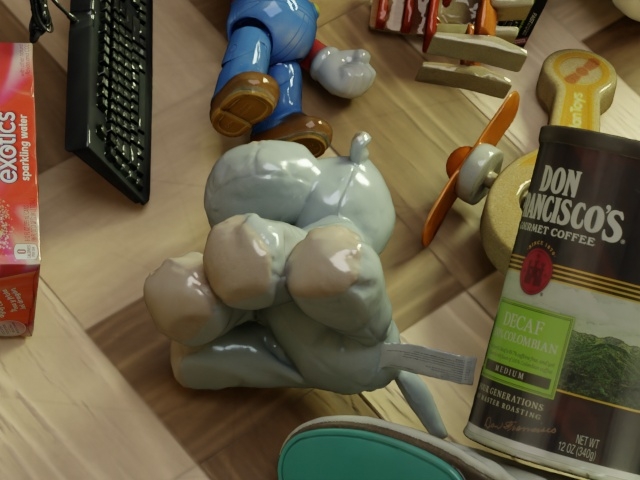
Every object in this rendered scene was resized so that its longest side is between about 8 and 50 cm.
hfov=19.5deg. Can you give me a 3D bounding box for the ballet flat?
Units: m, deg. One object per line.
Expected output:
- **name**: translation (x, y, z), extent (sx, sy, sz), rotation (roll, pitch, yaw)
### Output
- **ballet flat**: translation (0.153, 0.235, 1.553), extent (0.400, 0.139, 0.139), rotation (11, 47, 32)

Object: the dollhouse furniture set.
- **dollhouse furniture set**: translation (0.133, -0.274, 1.853), extent (0.135, 0.259, 0.262), rotation (9, 74, -3)

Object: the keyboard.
- **keyboard**: translation (-0.218, -0.204, 1.792), extent (0.033, 0.201, 0.317), rotation (-23, 50, 24)

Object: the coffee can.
- **coffee can**: translation (0.252, 0.059, 1.584), extent (0.202, 0.201, 0.275), rotation (14, 91, -3)

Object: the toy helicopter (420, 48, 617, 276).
- **toy helicopter**: translation (0.231, -0.076, 1.850), extent (0.235, 0.140, 0.355), rotation (9, 42, 4)

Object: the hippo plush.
- **hippo plush**: translation (0.000, 0.000, 1.650), extent (0.294, 0.234, 0.236), rotation (10, 54, -5)

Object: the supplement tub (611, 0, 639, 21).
- **supplement tub**: translation (0.337, -0.418, 2.033), extent (0.228, 0.228, 0.316), rotation (-22, 63, -26)

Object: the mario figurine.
- **mario figurine**: translation (-0.032, -0.247, 1.853), extent (0.170, 0.198, 0.320), rotation (-2, 59, 1)

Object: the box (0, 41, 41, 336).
- **box**: translation (-0.321, -0.048, 1.679), extent (0.128, 0.122, 0.256), rotation (1, 55, -12)

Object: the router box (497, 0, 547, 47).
- **router box**: translation (0.231, -0.277, 1.973), extent (0.038, 0.122, 0.092), rotation (25, 54, 1)
